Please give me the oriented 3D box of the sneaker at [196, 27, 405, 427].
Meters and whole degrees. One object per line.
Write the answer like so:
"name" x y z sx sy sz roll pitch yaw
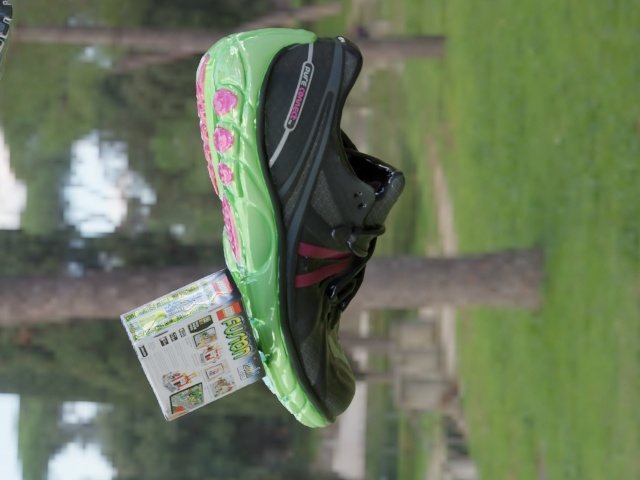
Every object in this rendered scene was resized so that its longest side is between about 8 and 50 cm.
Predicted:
"sneaker" 0.000 0.000 1.995 0.185 0.202 0.482 -117 16 -53

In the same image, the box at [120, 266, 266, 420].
"box" -0.121 0.105 1.861 0.207 0.114 0.036 80 164 -64

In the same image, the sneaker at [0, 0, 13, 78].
"sneaker" -0.329 -0.136 1.746 0.190 0.071 0.083 -62 -7 -6
